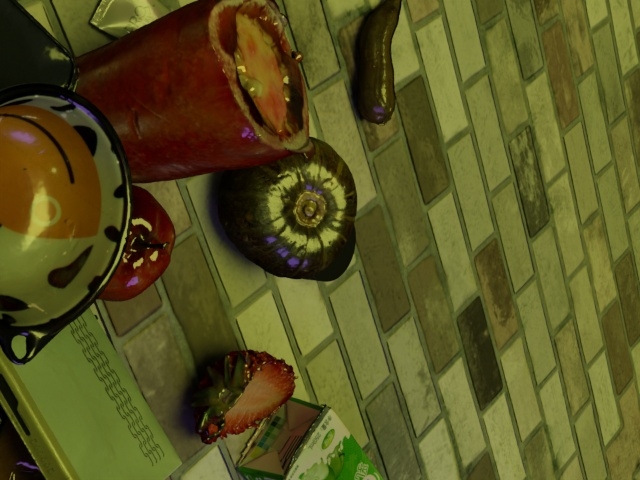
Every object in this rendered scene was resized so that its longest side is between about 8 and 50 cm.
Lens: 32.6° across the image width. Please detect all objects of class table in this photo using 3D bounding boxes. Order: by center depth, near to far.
[{"bbox_3d":[0.000,0.000,1.782,0.133,0.043,0.133,-7,100,-48],"label":"table"}]

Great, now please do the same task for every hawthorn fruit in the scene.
[{"bbox_3d":[-0.252,0.002,1.396,0.157,0.194,0.156,0,90,-37],"label":"hawthorn fruit"}]

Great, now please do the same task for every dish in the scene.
[{"bbox_3d":[-0.345,-0.033,1.194,0.303,0.120,0.302,-16,111,-50],"label":"dish"}]

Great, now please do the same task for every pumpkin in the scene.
[{"bbox_3d":[-0.052,-0.060,1.649,0.219,0.162,0.218,-3,97,-21],"label":"pumpkin"}]

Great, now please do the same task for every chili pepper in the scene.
[{"bbox_3d":[-0.179,-0.191,1.413,0.251,0.305,0.229,-15,97,-59],"label":"chili pepper"}]

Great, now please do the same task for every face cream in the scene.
[{"bbox_3d":[-0.206,-0.274,1.524,0.244,0.058,0.092,34,73,-38],"label":"face cream"}]

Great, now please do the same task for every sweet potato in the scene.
[{"bbox_3d":[0.099,-0.311,1.850,0.081,0.062,0.233,16,78,-63],"label":"sweet potato"}]

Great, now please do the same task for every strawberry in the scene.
[{"bbox_3d":[-0.126,0.233,1.655,0.167,0.087,0.208,-54,159,-4],"label":"strawberry"}]

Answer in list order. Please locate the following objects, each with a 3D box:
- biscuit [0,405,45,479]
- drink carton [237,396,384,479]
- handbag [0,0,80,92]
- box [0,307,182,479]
[{"bbox_3d":[-0.361,0.244,1.410,0.301,0.043,0.278,-19,108,-45],"label":"biscuit"},{"bbox_3d":[-0.004,0.393,1.771,0.161,0.108,0.271,-55,130,-29],"label":"drink carton"},{"bbox_3d":[-0.450,-0.148,1.220,0.269,0.118,0.325,50,57,-46],"label":"handbag"},{"bbox_3d":[-0.298,0.213,1.370,0.270,0.045,0.211,59,28,-4],"label":"box"}]
